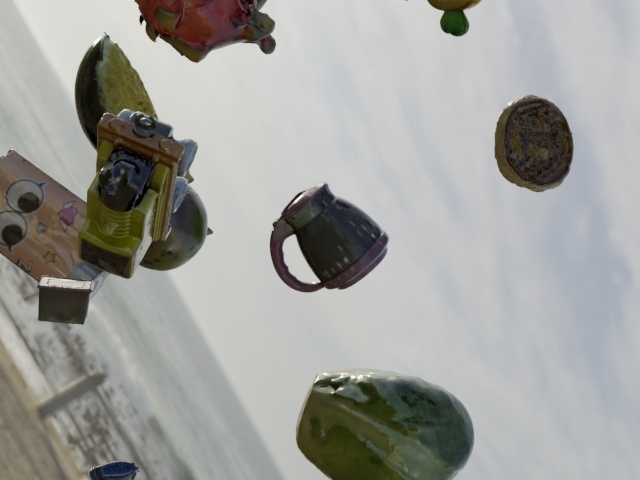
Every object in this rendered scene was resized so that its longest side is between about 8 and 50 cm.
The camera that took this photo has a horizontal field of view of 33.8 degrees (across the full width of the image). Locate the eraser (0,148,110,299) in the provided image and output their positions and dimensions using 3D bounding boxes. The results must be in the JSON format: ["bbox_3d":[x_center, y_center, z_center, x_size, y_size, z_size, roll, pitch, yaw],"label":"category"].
[{"bbox_3d":[-0.510,-0.021,1.944,0.290,0.171,0.087,36,-14,7],"label":"eraser"}]

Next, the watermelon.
[{"bbox_3d":[-0.333,-0.200,1.797,0.123,0.129,0.301,11,-48,55],"label":"watermelon"}]

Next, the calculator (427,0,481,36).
[{"bbox_3d":[0.202,-0.424,1.575,0.146,0.032,0.234,19,-65,58],"label":"calculator"}]

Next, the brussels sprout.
[{"bbox_3d":[0.139,0.404,2.222,0.315,0.371,0.275,-122,-133,-78],"label":"brussels sprout"}]

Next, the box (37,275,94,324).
[{"bbox_3d":[-0.401,0.094,1.651,0.060,0.085,0.063,-126,-138,-75],"label":"box"}]

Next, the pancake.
[{"bbox_3d":[0.344,-0.155,1.682,0.158,0.158,0.028,62,-21,-8],"label":"pancake"}]

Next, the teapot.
[{"bbox_3d":[0.006,-0.006,1.479,0.146,0.116,0.148,50,-47,-8],"label":"teapot"}]

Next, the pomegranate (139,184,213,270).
[{"bbox_3d":[-0.205,-0.029,1.446,0.129,0.159,0.129,13,-61,25],"label":"pomegranate"}]

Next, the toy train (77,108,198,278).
[{"bbox_3d":[-0.194,-0.047,1.074,0.089,0.127,0.219,23,-31,-1],"label":"toy train"}]

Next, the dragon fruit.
[{"bbox_3d":[-0.143,-0.297,1.365,0.208,0.133,0.150,21,49,-31],"label":"dragon fruit"}]

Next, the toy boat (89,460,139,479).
[{"bbox_3d":[-0.306,0.349,1.571,0.038,0.083,0.038,-3,-94,50],"label":"toy boat"}]

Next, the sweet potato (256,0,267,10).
[{"bbox_3d":[-0.067,-0.417,1.403,0.077,0.077,0.243,52,-52,47],"label":"sweet potato"}]
